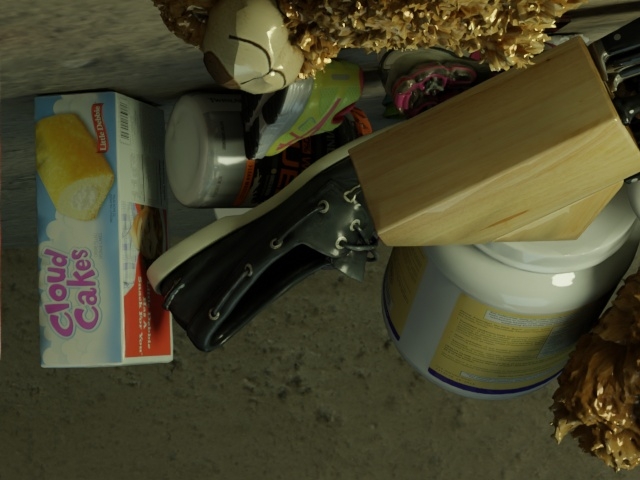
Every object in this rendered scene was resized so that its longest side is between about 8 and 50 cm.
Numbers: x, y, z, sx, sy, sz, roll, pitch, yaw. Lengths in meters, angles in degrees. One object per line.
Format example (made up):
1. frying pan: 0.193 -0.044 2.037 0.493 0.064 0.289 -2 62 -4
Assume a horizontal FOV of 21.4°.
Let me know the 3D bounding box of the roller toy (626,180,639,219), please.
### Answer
1. roller toy: 0.375 -0.088 1.531 0.209 0.146 0.191 33 143 -27

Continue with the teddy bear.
1. teddy bear: 0.052 -0.148 0.922 0.338 0.113 0.245 -4 174 11

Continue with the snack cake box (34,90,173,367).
1. snack cake box: -0.213 -0.007 1.682 0.089 0.264 0.152 -3 176 12

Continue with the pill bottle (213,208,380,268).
1. pill bottle: -0.024 -0.048 2.038 0.160 0.160 0.283 -4 176 16

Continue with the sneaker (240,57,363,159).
1. sneaker: -0.017 -0.121 1.532 0.094 0.081 0.208 -4 176 -16

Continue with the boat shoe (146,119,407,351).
1. boat shoe: -0.002 0.000 1.617 0.340 0.113 0.127 -28 163 9

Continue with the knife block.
1. knife block: 0.190 -0.100 1.348 0.276 0.088 0.242 -2 145 -26

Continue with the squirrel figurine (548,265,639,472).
1. squirrel figurine: 0.421 0.098 1.774 0.397 0.281 0.370 -3 175 -20

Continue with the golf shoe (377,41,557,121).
1. golf shoe: 0.138 -0.148 1.418 0.186 0.086 0.067 -3 133 -21

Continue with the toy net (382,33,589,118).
1. toy net: 0.164 -0.146 1.550 0.122 0.045 0.232 0 175 -39

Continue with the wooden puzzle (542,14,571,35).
1. wooden puzzle: 0.174 -0.176 1.386 0.049 0.006 0.083 -2 177 -10

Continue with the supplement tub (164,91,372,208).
1. supplement tub: -0.050 -0.090 1.695 0.190 0.117 0.117 -2 176 -26

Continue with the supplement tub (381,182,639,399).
1. supplement tub: 0.203 0.005 1.808 0.241 0.241 0.331 -3 152 -9
